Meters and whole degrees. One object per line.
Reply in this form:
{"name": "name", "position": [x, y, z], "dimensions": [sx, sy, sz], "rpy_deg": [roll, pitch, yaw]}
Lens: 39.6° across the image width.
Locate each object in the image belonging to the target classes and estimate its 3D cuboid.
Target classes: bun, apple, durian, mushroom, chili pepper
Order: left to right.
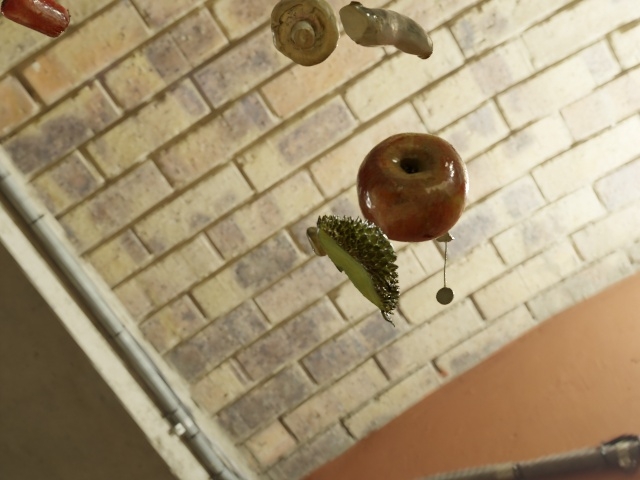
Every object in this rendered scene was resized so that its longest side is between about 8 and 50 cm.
{"name": "chili pepper", "position": [-0.610, -0.484, 1.816], "dimensions": [0.086, 0.192, 0.084], "rpy_deg": [15, -98, 58]}
{"name": "mushroom", "position": [-0.034, -0.445, 1.877], "dimensions": [0.154, 0.154, 0.122], "rpy_deg": [-28, -158, 15]}
{"name": "bun", "position": [0.000, 0.000, 2.301], "dimensions": [0.055, 0.086, 0.086], "rpy_deg": [-28, -160, -8]}
{"name": "durian", "position": [0.084, 0.029, 1.517], "dimensions": [0.096, 0.220, 0.137], "rpy_deg": [-27, -161, 18]}
{"name": "mushroom", "position": [0.174, -0.534, 2.257], "dimensions": [0.097, 0.109, 0.351], "rpy_deg": [-29, 160, 38]}
{"name": "apple", "position": [0.234, -0.121, 2.251], "dimensions": [0.302, 0.301, 0.301], "rpy_deg": [-29, -159, 12]}

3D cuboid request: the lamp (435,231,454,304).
{"name": "lamp", "position": [0.328, 0.073, 2.377], "dimensions": [0.050, 0.056, 0.198], "rpy_deg": [-7, -113, 26]}
